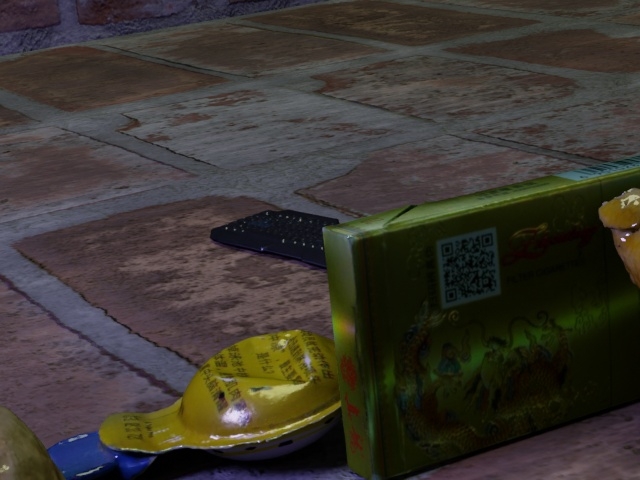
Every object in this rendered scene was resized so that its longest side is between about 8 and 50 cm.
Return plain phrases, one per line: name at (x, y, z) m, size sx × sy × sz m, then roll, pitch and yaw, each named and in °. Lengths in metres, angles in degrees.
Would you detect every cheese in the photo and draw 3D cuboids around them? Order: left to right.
cheese at (-0.074, 0.121, 1.078) m, size 0.250 × 0.064 × 0.156 m, roll -17°, pitch 16°, yaw -6°

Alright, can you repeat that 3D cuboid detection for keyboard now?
keyboard at (0.000, -0.001, 1.553) m, size 0.106 × 0.016 × 0.262 m, roll -18°, pitch 20°, yaw -38°

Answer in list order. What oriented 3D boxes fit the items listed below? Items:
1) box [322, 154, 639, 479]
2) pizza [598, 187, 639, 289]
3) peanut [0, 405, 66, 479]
box at (0.152, 0.044, 1.066) m, size 0.311 × 0.173 × 0.043 m, roll -14°, pitch 17°, yaw -26°
pizza at (0.355, 0.068, 1.049) m, size 0.287 × 0.075 × 0.280 m, roll 5°, pitch 32°, yaw -45°
peanut at (-0.280, 0.154, 0.937) m, size 0.253 × 0.122 × 0.137 m, roll -3°, pitch 16°, yaw -8°
